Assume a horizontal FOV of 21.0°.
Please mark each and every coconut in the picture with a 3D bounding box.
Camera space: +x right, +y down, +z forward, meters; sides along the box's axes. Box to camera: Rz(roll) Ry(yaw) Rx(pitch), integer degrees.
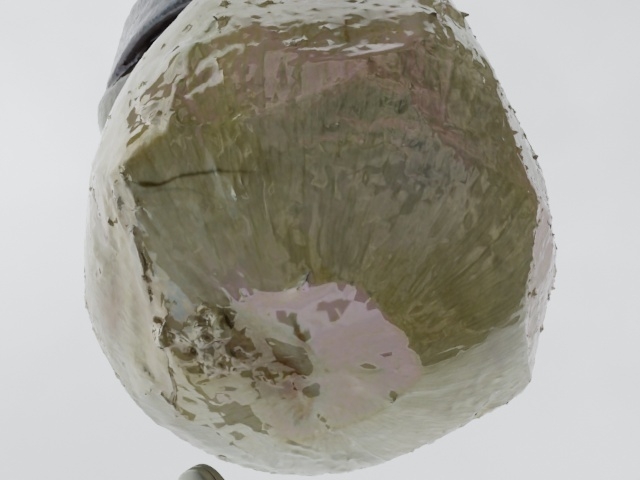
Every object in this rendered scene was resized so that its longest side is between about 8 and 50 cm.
[{"bbox_3d":[0.000,0.000,1.036,0.297,0.297,0.254,16,-155,-13],"label":"coconut"}]

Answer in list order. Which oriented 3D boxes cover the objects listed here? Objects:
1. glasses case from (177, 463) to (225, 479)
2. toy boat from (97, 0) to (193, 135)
[{"bbox_3d":[-0.049,0.158,0.923,0.021,0.032,0.083,-28,-92,-42],"label":"glasses case"},{"bbox_3d":[-0.078,-0.124,1.436,0.111,0.276,0.293,45,-130,-51],"label":"toy boat"}]
